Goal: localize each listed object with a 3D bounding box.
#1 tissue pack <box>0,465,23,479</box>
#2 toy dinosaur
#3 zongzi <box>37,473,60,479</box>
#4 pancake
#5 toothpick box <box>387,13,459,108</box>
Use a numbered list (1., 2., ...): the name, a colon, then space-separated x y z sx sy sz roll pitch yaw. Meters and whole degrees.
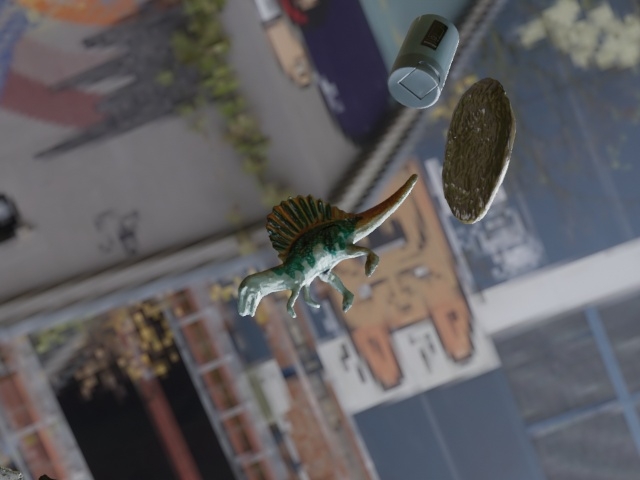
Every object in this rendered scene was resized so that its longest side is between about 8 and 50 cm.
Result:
1. tissue pack: -0.343 0.249 1.500 0.196 0.148 0.092 -5 160 38
2. toy dinosaur: 0.001 -0.001 1.638 0.187 0.106 0.044 -63 -173 -5
3. zongzi: -0.030 0.349 1.014 0.362 0.383 0.319 21 -174 43
4. pancake: 0.113 -0.067 1.342 0.011 0.115 0.115 7 -179 -22
5. toothpick box: 0.098 -0.171 1.750 0.052 0.052 0.083 -15 -143 33
